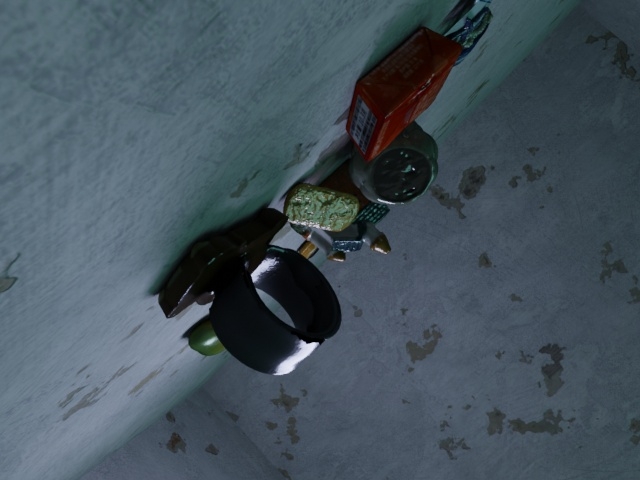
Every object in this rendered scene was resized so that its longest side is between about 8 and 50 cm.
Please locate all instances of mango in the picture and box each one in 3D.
[{"bbox_3d":[-0.387,0.336,1.603,0.156,0.114,0.251,-34,160,-3],"label":"mango"}]

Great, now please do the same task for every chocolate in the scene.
[{"bbox_3d":[0.168,-0.318,0.996,0.235,0.108,0.237,-44,174,-10],"label":"chocolate"}]

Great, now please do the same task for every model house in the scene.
[{"bbox_3d":[0.092,-0.051,1.381,0.271,0.301,0.190,-43,166,-13],"label":"model house"}]

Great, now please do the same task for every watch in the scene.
[{"bbox_3d":[-0.132,0.144,1.028,0.314,0.327,0.335,-48,172,24],"label":"watch"}]

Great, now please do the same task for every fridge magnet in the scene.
[{"bbox_3d":[-0.044,0.033,1.977,0.143,0.063,0.143,-47,172,-8],"label":"fridge magnet"}]

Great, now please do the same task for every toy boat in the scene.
[{"bbox_3d":[0.337,-0.509,1.044,0.210,0.070,0.291,-50,169,5],"label":"toy boat"}]

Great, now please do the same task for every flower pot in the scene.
[{"bbox_3d":[0.196,-0.215,1.224,0.246,0.246,0.195,-48,-155,21],"label":"flower pot"}]

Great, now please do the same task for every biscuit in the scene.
[{"bbox_3d":[0.007,-0.083,1.196,0.247,0.029,0.118,9,112,-40],"label":"biscuit"}]
